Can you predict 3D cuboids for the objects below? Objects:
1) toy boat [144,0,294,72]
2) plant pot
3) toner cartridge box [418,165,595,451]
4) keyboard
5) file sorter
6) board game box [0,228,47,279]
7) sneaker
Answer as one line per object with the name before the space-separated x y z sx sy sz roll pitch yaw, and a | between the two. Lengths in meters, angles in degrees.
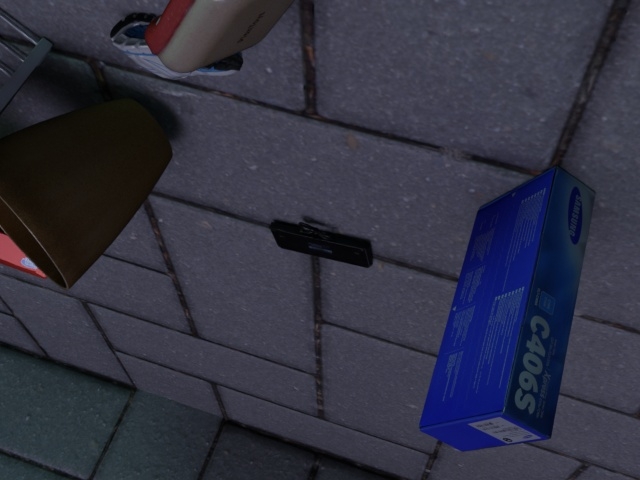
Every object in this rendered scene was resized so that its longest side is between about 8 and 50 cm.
toy boat | -0.123 -0.290 0.842 0.151 0.151 0.231 58 145 -1
plant pot | -0.354 -0.095 1.144 0.237 0.254 0.237 40 156 21
toner cartridge box | 0.241 0.086 0.978 0.075 0.347 0.165 31 150 -17
keyboard | 0.000 0.000 1.333 0.180 0.023 0.108 12 156 16
file sorter | -0.568 -0.229 1.159 0.173 0.192 0.278 38 147 -22
board game box | -0.603 -0.077 1.348 0.317 0.242 0.064 22 118 -20
sneaker | -0.179 -0.243 1.010 0.191 0.071 0.083 19 158 23
